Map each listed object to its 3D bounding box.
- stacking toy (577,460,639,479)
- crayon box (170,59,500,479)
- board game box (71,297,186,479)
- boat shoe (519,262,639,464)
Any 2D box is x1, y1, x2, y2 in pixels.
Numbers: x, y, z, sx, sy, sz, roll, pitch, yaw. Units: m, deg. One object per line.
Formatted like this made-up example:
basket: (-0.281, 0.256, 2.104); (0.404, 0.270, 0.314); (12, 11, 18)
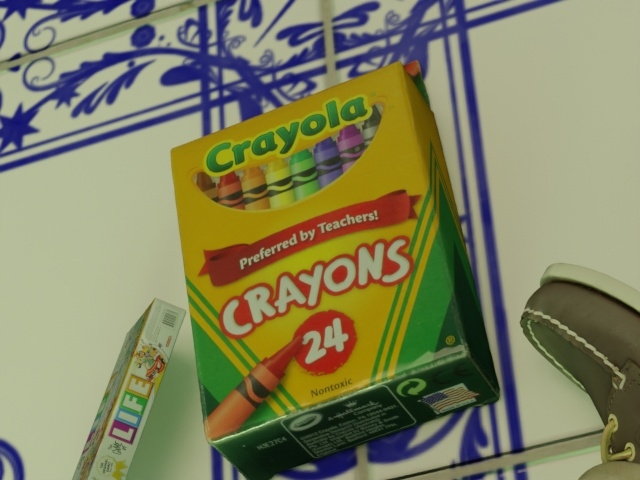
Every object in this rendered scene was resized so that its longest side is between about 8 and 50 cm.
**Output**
stacking toy: (0.103, 0.277, 1.062); (0.330, 0.141, 0.141); (-38, 49, -25)
crayon box: (0.000, 0.000, 1.382); (0.202, 0.081, 0.319); (-21, 53, 14)
board game box: (-0.147, 0.129, 1.366); (0.026, 0.103, 0.154); (23, 66, -10)
boat shoe: (0.238, 0.131, 1.166); (0.097, 0.116, 0.324); (-46, 58, -9)
